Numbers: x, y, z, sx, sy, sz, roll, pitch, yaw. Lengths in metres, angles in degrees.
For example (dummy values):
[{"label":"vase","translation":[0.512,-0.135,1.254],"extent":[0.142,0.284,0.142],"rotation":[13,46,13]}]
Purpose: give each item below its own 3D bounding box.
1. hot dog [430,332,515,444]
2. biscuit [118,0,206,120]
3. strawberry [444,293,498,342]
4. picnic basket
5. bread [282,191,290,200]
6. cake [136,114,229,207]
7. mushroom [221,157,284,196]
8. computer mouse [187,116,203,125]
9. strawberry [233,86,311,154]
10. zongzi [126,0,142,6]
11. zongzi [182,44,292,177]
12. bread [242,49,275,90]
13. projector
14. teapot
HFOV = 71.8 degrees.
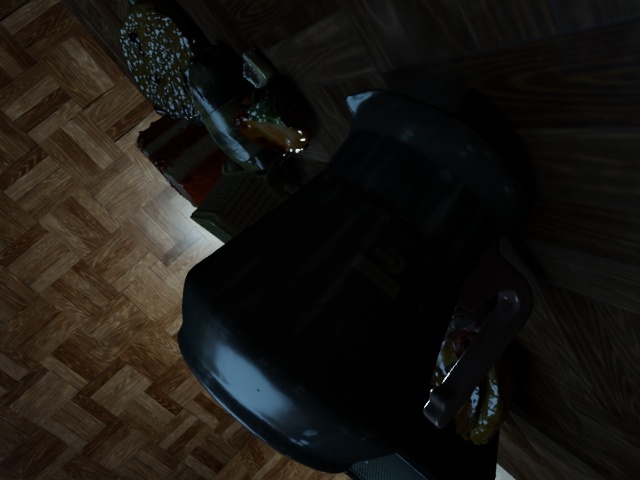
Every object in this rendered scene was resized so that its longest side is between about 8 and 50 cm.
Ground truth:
[{"label":"hot dog","translation":[0.313,0.295,0.979],"extent":[0.267,0.174,0.387],"rotation":[51,175,33]},{"label":"biscuit","translation":[-0.359,-0.423,1.056],"extent":[0.296,0.075,0.296],"rotation":[23,140,22]},{"label":"strawberry","translation":[0.147,0.049,0.787],"extent":[0.336,0.149,0.265],"rotation":[38,168,48]},{"label":"picnic basket","translation":[-0.160,-0.020,1.175],"extent":[0.313,0.175,0.228],"rotation":[41,165,-28]},{"label":"bread","translation":[-0.155,-0.064,1.561],"extent":[0.224,0.183,0.211],"rotation":[39,174,47]},{"label":"cake","translation":[-0.406,-0.270,1.512],"extent":[0.319,0.269,0.270],"rotation":[43,169,31]},{"label":"mushroom","translation":[-0.214,-0.157,1.335],"extent":[0.206,0.206,0.209],"rotation":[47,-164,1]},{"label":"computer mouse","translation":[-0.387,-0.432,1.234],"extent":[0.269,0.100,0.170],"rotation":[31,142,31]},{"label":"strawberry","translation":[-0.080,-0.226,0.824],"extent":[0.192,0.085,0.140],"rotation":[12,166,-41]},{"label":"zongzi","translation":[-0.435,-0.565,1.083],"extent":[0.109,0.055,0.119],"rotation":[50,171,-22]},{"label":"zongzi","translation":[-0.215,-0.293,1.030],"extent":[0.286,0.134,0.288],"rotation":[57,168,-27]},{"label":"bread","translation":[-0.112,-0.304,0.809],"extent":[0.070,0.035,0.083],"rotation":[46,168,-4]},{"label":"projector","translation":[0.241,0.467,1.169],"extent":[0.405,0.395,0.242],"rotation":[39,127,0]},{"label":"teapot","translation":[0.071,0.056,0.525],"extent":[0.376,0.361,0.305],"rotation":[38,177,-16]}]
